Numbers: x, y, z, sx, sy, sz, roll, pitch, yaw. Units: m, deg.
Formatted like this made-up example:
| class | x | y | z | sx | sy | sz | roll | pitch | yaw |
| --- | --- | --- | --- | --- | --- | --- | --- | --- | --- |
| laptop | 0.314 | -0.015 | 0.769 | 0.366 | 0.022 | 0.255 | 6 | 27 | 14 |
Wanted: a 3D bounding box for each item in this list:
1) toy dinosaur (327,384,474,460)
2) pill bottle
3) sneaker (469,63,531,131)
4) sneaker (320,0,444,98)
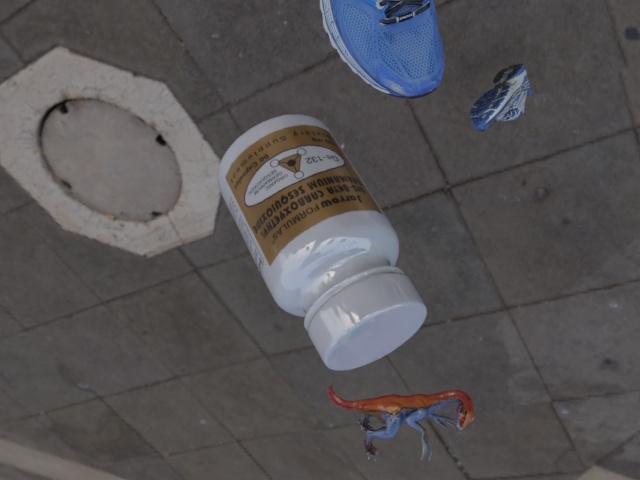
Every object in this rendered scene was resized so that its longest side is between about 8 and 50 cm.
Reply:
| class | x | y | z | sx | sy | sz | roll | pitch | yaw |
| --- | --- | --- | --- | --- | --- | --- | --- | --- | --- |
| toy dinosaur | 0.064 | 0.123 | 0.474 | 0.082 | 0.047 | 0.090 | -40 | 107 | 20 |
| pill bottle | 0.000 | 0.000 | 0.637 | 0.131 | 0.229 | 0.131 | -22 | 149 | -14 |
| sneaker | 0.254 | -0.185 | 0.910 | 0.052 | 0.135 | 0.058 | -4 | 129 | 52 |
| sneaker | 0.061 | -0.307 | 0.717 | 0.130 | 0.147 | 0.330 | -28 | 111 | -9 |
